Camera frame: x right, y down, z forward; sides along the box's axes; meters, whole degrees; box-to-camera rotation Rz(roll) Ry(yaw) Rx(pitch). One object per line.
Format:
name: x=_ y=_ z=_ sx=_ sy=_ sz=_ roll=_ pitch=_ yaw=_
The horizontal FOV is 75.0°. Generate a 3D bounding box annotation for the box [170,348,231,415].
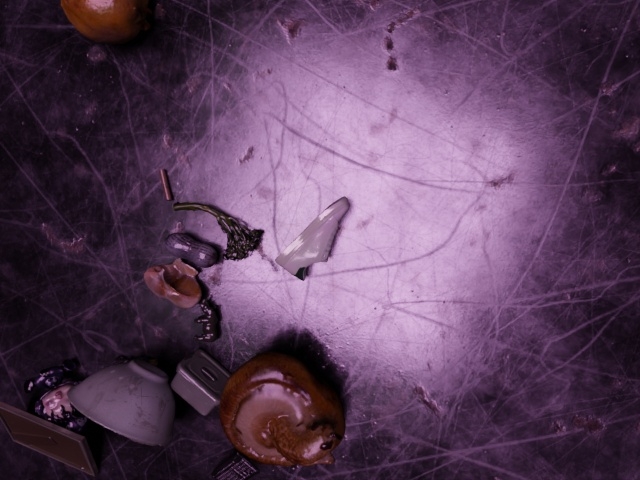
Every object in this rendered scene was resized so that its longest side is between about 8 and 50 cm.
box: x=-0.342 y=0.415 z=1.206 sx=0.172 sy=0.124 sz=0.092 roll=39 pitch=109 yaw=7

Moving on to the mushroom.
mushroom: x=-0.105 y=0.456 z=1.087 sx=0.346 sy=0.259 sz=0.344 roll=1 pitch=107 yaw=4

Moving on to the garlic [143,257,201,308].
garlic: x=-0.427 y=0.130 z=1.213 sx=0.175 sy=0.099 sz=0.124 roll=35 pitch=113 yaw=5

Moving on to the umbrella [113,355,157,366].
umbrella: x=-0.565 y=0.374 z=1.277 sx=0.144 sy=0.040 sz=0.037 roll=-3 pitch=120 yaw=15

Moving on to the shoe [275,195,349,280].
shoe: x=0.000 y=0.000 z=1.136 sx=0.265 sy=0.095 sz=0.110 roll=-42 pitch=92 yaw=15

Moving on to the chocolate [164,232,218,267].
chocolate: x=-0.376 y=0.028 z=1.208 sx=0.167 sy=0.072 sz=0.072 roll=24 pitch=97 yaw=5

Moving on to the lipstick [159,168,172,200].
lipstick: x=-0.460 y=-0.165 z=1.236 sx=0.019 sy=0.019 sz=0.094 roll=-13 pitch=91 yaw=10

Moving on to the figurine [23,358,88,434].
figurine: x=-0.798 y=0.499 z=1.286 sx=0.146 sy=0.145 sz=0.222 roll=-31 pitch=82 yaw=10

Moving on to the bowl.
bowl: x=-0.517 y=0.425 z=1.173 sx=0.314 sy=0.313 sz=0.146 roll=28 pitch=74 yaw=7

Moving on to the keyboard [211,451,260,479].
keyboard: x=-0.250 y=0.658 z=1.186 sx=0.087 sy=0.017 sz=0.250 roll=39 pitch=132 yaw=1

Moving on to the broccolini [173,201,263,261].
broccolini: x=-0.307 y=-0.027 z=1.197 sx=0.272 sy=0.062 sz=0.123 roll=25 pitch=82 yaw=2

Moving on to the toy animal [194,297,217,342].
toy animal: x=-0.335 y=0.236 z=1.227 sx=0.065 sy=0.047 sz=0.135 roll=0 pitch=92 yaw=5

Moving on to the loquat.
loquat: x=-0.593 y=-0.657 z=1.141 sx=0.239 sy=0.193 sz=0.237 roll=0 pitch=89 yaw=2

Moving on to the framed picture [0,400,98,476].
framed picture: x=-0.850 y=0.615 z=1.292 sx=0.325 sy=0.020 sz=0.240 roll=17 pitch=128 yaw=10
